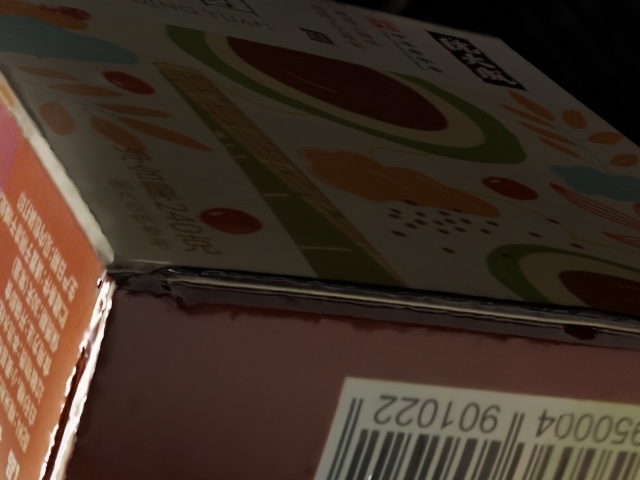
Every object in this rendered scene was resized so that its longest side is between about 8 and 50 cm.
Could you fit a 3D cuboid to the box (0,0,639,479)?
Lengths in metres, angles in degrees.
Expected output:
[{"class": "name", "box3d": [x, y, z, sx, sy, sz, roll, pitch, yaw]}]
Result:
[{"class": "box", "box3d": [0.000, 0.000, 0.864, 0.344, 0.385, 0.122, 8, -68, -27]}]
